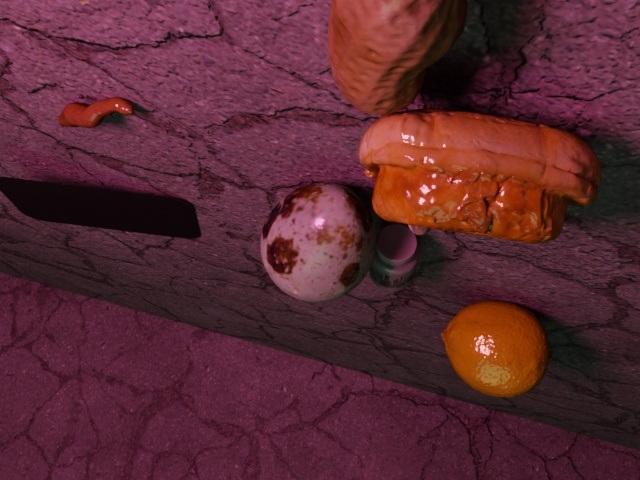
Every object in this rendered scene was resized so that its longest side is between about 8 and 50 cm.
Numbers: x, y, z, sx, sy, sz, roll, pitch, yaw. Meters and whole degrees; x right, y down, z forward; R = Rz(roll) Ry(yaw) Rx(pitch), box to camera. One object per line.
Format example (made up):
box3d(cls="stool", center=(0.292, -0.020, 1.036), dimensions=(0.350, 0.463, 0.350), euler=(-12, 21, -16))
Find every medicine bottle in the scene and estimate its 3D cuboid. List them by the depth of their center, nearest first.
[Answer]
box3d(cls="medicine bottle", center=(0.119, 0.027, 1.062), dimensions=(0.079, 0.079, 0.140), euler=(14, 160, 8))

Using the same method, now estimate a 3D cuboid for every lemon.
box3d(cls="lemon", center=(0.323, 0.198, 1.219), dimensions=(0.203, 0.178, 0.178), euler=(11, 160, 15))

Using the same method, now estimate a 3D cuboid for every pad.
box3d(cls="pad", center=(-0.431, -0.075, 1.347), dimensions=(0.375, 0.063, 0.315), euler=(8, 161, -4))

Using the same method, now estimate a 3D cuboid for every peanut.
box3d(cls="peanut", center=(0.058, -0.171, 0.537), dimensions=(0.108, 0.095, 0.226), euler=(6, 163, -2))

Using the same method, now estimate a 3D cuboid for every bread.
box3d(cls="bread", center=(0.154, -0.065, 0.667), dimensions=(0.236, 0.120, 0.198), euler=(8, -179, 1))

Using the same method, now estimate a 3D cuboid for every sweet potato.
box3d(cls="sweet potato", center=(-0.330, -0.179, 0.937), dimensions=(0.179, 0.044, 0.044), euler=(0, 154, 41))

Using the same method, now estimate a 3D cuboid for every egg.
box3d(cls="egg", center=(0.000, 0.000, 0.956), dimensions=(0.169, 0.169, 0.231), euler=(20, 154, -6))

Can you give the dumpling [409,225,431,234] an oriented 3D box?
box3d(cls="dumpling", center=(0.137, -0.037, 0.901), dimensions=(0.043, 0.059, 0.077), euler=(20, 160, 24))
